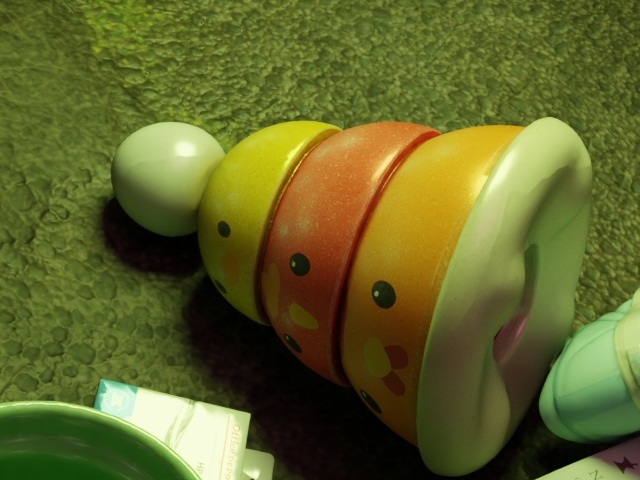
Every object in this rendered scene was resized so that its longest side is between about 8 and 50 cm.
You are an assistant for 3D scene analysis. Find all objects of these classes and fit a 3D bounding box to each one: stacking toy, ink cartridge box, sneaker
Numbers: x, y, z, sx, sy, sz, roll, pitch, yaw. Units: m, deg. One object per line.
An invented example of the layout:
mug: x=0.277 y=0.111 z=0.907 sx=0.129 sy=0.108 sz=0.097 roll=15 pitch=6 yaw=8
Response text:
stacking toy: x=0.000 y=0.000 z=1.504 sx=0.480 sy=0.350 sz=0.350 roll=18 pitch=43 yaw=22
ink cartridge box: x=-0.126 y=0.200 z=1.382 sx=0.180 sy=0.060 sz=0.104 roll=14 pitch=46 yaw=-8
sneaker: x=0.295 y=0.124 z=1.515 sx=0.366 sy=0.150 sz=0.135 roll=3 pitch=66 yaw=-69

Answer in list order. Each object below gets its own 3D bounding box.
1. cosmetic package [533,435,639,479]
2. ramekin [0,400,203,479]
cosmetic package: x=0.353 y=0.290 z=1.415 sx=0.385 sy=0.156 sz=0.217 roll=-19 pitch=57 yaw=-31
ramekin: x=-0.226 y=0.292 z=1.204 sx=0.303 sy=0.148 sz=0.303 roll=10 pitch=47 yaw=-11
